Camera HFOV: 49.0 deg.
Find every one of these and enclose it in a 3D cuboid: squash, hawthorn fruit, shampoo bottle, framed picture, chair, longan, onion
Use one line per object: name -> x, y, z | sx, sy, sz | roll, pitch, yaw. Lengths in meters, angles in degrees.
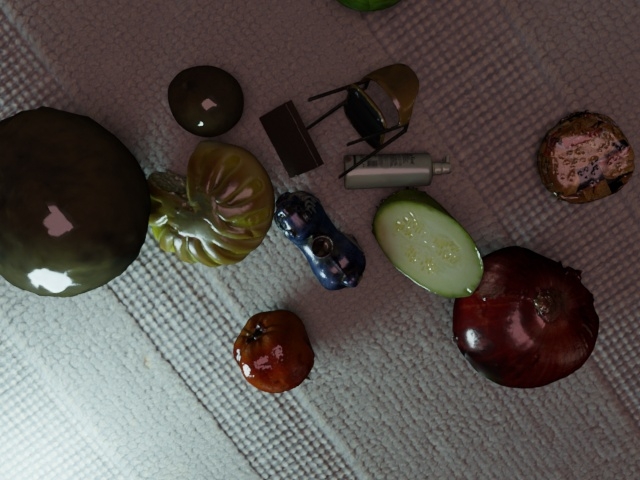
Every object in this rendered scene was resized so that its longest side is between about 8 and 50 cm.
squash -> 0.247, 0.010, 1.652 | 0.189, 0.261, 0.189 | -9, 124, -13
hawthorn fruit -> -0.100, 0.301, 1.776 | 0.207, 0.207, 0.243 | -36, 125, 7
shampoo bottle -> 0.188, -0.171, 1.720 | 0.262, 0.085, 0.085 | -2, 101, 1
framed picture -> -0.072, -0.242, 1.696 | 0.023, 0.127, 0.169 | -34, 102, -34
chair -> 0.104, -0.295, 1.648 | 0.246, 0.172, 0.159 | -31, 71, -23
longan -> -0.586, -0.076, 1.589 | 0.404, 0.404, 0.436 | -46, 74, 8
longan -> -0.270, -0.329, 1.658 | 0.187, 0.167, 0.168 | 30, 100, 8
onion -> 0.467, 0.190, 1.678 | 0.340, 0.341, 0.342 | 0, 101, 0

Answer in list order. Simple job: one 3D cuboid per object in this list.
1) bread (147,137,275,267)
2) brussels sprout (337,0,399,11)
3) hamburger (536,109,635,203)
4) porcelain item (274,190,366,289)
bread -> -0.270, -0.079, 1.675 | 0.332, 0.160, 0.333 | 3, 100, 18
brussels sprout -> 0.113, -0.638, 1.575 | 0.243, 0.244, 0.244 | 0, 101, 0
hamburger -> 0.640, -0.201, 1.704 | 0.230, 0.107, 0.231 | 1, 108, 4
porcelain item -> 0.000, 0.000, 1.706 | 0.138, 0.186, 0.288 | -38, 98, 4
